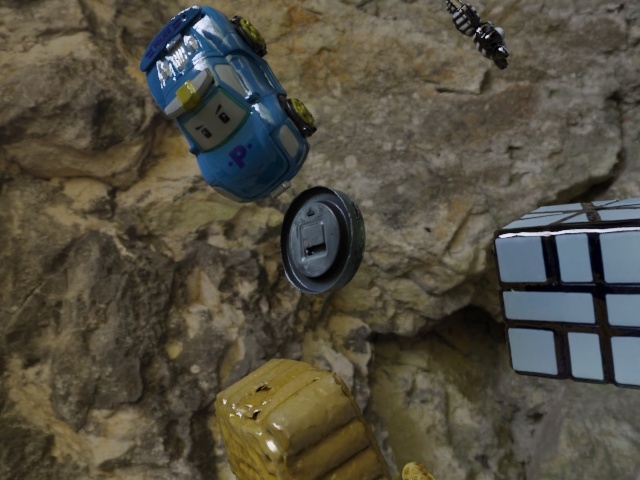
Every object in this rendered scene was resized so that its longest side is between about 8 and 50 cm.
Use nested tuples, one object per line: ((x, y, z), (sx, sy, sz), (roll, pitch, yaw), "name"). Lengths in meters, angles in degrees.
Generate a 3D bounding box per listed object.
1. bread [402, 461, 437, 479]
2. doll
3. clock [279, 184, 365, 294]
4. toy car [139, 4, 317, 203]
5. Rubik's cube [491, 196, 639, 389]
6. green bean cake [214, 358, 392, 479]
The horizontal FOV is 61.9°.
((0.301, 0.658, 1.273), (0.367, 0.084, 0.077), (-141, 60, -66), "bread")
((0.375, -0.490, 1.253), (0.219, 0.067, 0.091), (54, -174, 13), "doll")
((0.000, 0.000, 1.107), (0.049, 0.226, 0.226), (7, -102, -42), "clock")
((-0.150, -0.205, 0.823), (0.314, 0.198, 0.166), (60, -156, 10), "toy car")
((0.512, 0.080, 0.979), (0.288, 0.293, 0.283), (-18, -81, -50), "Rubik's cube")
((-0.026, 0.275, 0.655), (0.131, 0.224, 0.230), (-23, -85, -30), "green bean cake")
